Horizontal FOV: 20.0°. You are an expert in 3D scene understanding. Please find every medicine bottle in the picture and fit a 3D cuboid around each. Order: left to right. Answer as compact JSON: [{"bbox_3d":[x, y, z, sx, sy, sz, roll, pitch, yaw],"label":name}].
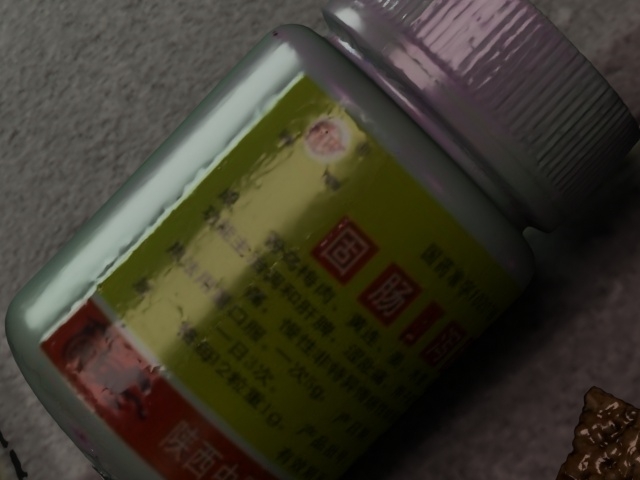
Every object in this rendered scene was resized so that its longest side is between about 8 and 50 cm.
[{"bbox_3d":[0.000,0.000,0.690,0.225,0.139,0.139,-46,52,1],"label":"medicine bottle"}]

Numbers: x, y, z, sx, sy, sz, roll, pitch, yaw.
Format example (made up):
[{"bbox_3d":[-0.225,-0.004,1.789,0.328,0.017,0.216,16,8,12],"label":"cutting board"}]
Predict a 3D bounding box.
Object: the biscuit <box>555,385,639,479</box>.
[{"bbox_3d":[0.086,0.151,0.625,0.064,0.034,0.199,15,74,35],"label":"biscuit"}]
